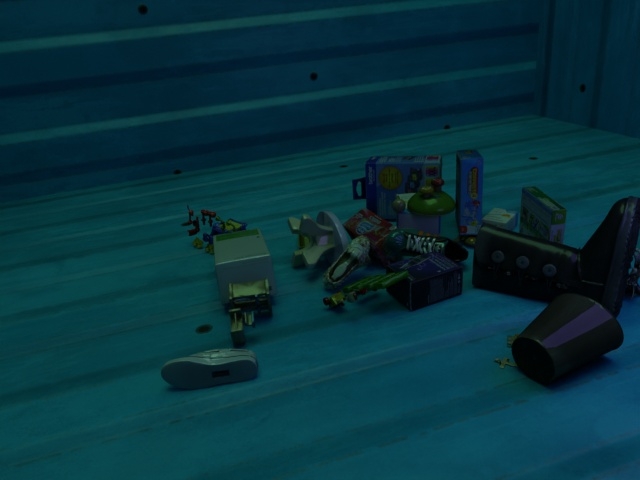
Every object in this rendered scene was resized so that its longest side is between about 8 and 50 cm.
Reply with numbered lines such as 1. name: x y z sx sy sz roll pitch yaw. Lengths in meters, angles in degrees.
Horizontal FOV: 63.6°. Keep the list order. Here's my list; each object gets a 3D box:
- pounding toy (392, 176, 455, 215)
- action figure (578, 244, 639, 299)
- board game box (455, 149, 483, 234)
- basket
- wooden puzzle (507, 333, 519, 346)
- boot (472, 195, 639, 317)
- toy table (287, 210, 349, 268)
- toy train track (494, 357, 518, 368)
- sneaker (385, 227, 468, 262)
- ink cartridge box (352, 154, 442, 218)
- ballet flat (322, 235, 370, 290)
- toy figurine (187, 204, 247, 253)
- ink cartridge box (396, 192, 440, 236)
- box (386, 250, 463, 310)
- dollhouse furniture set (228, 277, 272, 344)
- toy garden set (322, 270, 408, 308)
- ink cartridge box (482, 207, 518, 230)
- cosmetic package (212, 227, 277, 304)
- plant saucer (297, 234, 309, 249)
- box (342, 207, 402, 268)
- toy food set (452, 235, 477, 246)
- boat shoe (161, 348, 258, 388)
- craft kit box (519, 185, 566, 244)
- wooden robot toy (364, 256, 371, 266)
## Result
1. pounding toy: 0.397 -0.177 1.972 0.236 0.110 0.183 3 25 12
2. action figure: 0.938 0.086 1.650 0.164 0.141 0.276 3 21 -9
3. board game box: 0.607 -0.205 2.120 0.086 0.302 0.308 0 16 12
4. basket: 0.619 0.257 1.333 0.226 0.154 0.204 -24 33 -27
5. wooden puzzle: 0.551 0.285 1.452 0.049 0.006 0.083 3 25 18
6. boot: 0.715 0.013 1.615 0.445 0.367 0.146 16 9 40
7. toy table: -0.013 0.001 1.952 0.160 0.252 0.274 -6 34 -22
8. toy train track: 0.504 0.324 1.367 0.083 0.014 0.048 10 29 30
9. sneaker: 0.388 0.018 1.851 0.302 0.108 0.121 10 -1 -12
10. ink cartridge box: 0.348 -0.239 2.346 0.395 0.270 0.151 2 20 17
11. ballet flat: 0.100 0.077 1.824 0.091 0.077 0.241 37 77 4
12. toy figurine: -0.387 -0.057 2.226 0.362 0.191 0.217 18 28 40
13. ink cartridge box: 0.392 -0.077 2.093 0.168 0.171 0.233 -2 25 8
14. box: 0.344 0.131 1.720 0.207 0.108 0.153 -15 26 -21
15. dollhouse furniture set: -0.216 0.237 1.629 0.129 0.129 0.184 -8 48 -5
16. toy garden set: 0.141 0.166 1.665 0.203 0.049 0.244 -22 2 -28
17. ink cartridge box: 0.736 -0.072 2.139 0.104 0.062 0.181 13 30 36
18. cosmetic package: -0.282 0.083 1.874 0.196 0.155 0.365 -10 17 -11
19. plant saucer: 0.000 0.000 2.166 0.188 0.045 0.188 -6 24 -1
20. box: 0.211 -0.013 2.007 0.122 0.128 0.257 -38 32 -7
21. toy food set: 0.628 -0.008 2.048 0.192 0.039 0.132 12 30 35
22. boat shoe: -0.302 0.347 1.424 0.258 0.095 0.084 2 19 -9
23. craft kit box: 0.777 -0.037 1.828 0.060 0.247 0.250 -3 24 -1
24. wooden robot toy: 0.129 0.058 1.985 0.079 0.076 0.173 -23 27 -10
